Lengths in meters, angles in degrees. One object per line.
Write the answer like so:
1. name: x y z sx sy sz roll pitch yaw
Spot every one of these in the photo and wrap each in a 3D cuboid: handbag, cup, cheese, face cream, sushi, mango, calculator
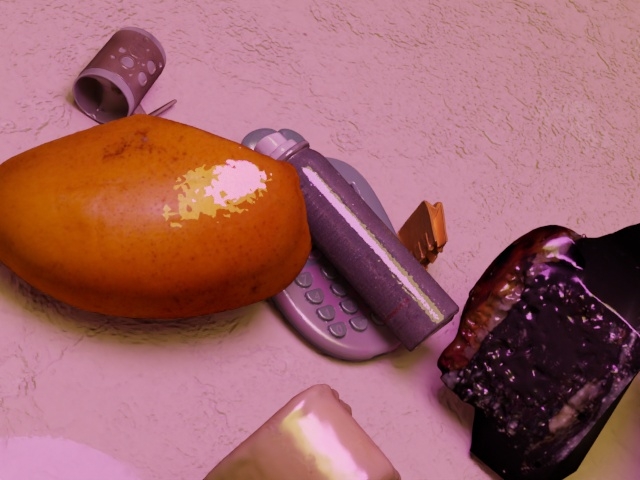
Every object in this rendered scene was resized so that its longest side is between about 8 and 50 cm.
1. handbag: 0.116 -0.002 1.668 0.027 0.083 0.061 5 59 -21
2. cup: -0.211 -0.180 1.644 0.102 0.074 0.099 32 51 -2
3. cheese: -0.045 0.265 1.308 0.384 0.384 0.104 -31 73 -37
4. face cream: 0.032 -0.006 1.586 0.283 0.073 0.073 48 52 7
5. sushi: 0.251 0.103 1.570 0.212 0.227 0.215 38 45 12
6. mango: -0.179 -0.025 1.484 0.350 0.201 0.199 -1 35 -11
7. calculator: 0.000 0.000 1.641 0.185 0.041 0.299 -16 68 -33
